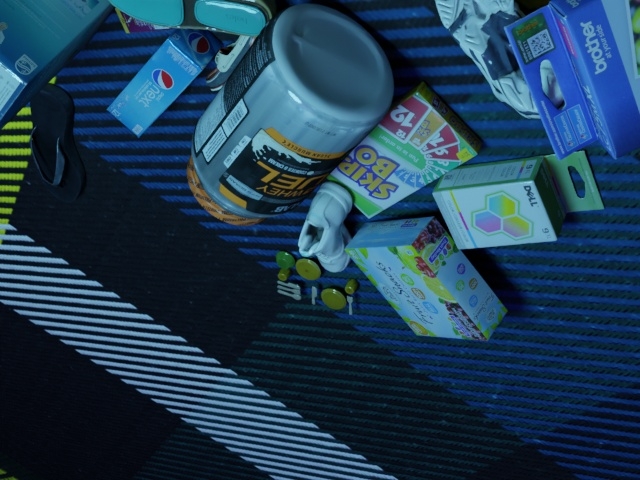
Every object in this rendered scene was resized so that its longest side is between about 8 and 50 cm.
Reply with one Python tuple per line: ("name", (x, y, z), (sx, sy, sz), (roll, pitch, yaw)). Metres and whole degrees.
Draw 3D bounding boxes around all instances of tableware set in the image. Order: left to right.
("tableware set", (-0.007, 0.069, 1.621), (0.154, 0.024, 0.104), (15, 134, 18))

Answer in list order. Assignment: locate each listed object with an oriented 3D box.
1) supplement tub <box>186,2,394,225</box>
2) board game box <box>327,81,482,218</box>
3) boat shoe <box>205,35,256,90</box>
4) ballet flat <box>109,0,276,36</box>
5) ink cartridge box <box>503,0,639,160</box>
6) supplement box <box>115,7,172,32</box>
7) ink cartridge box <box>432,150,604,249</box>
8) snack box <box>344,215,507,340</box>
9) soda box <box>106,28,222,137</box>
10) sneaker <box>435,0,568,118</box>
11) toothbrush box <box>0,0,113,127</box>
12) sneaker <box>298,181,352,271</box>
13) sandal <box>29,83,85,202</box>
("supplement tub", (-0.056, -0.158, 1.282), (0.193, 0.193, 0.316), (37, 140, -9))
("board game box", (0.100, -0.120, 1.355), (0.124, 0.039, 0.259), (43, 141, -14))
("boat shoe", (-0.124, -0.262, 1.323), (0.043, 0.049, 0.137), (36, 135, -25))
("ballet flat", (-0.171, -0.324, 1.248), (0.232, 0.073, 0.080), (14, 135, 0))
("ink cartridge box", (0.369, -0.211, 0.968), (0.311, 0.065, 0.186), (-25, 121, 10))
("supplement box", (-0.239, -0.328, 1.321), (0.083, 0.055, 0.043), (2, 133, 27))
("ink cartridge box", (0.274, -0.054, 1.296), (0.209, 0.062, 0.109), (-5, 129, 34))
("snack box", (0.162, 0.061, 1.442), (0.207, 0.070, 0.174), (51, 154, -21))
("soda box", (-0.236, -0.243, 1.393), (0.067, 0.071, 0.210), (42, 138, -15))
("sneaker", (0.220, -0.236, 1.121), (0.235, 0.094, 0.153), (53, -173, 17))
("toothbrush box", (-0.405, -0.284, 1.278), (0.126, 0.295, 0.216), (41, 137, -15))
("sneaker", (0.000, 0.000, 1.469), (0.080, 0.094, 0.212), (26, 151, 19))
("sandal", (-0.474, -0.161, 1.628), (0.097, 0.054, 0.254), (19, 139, 12))
